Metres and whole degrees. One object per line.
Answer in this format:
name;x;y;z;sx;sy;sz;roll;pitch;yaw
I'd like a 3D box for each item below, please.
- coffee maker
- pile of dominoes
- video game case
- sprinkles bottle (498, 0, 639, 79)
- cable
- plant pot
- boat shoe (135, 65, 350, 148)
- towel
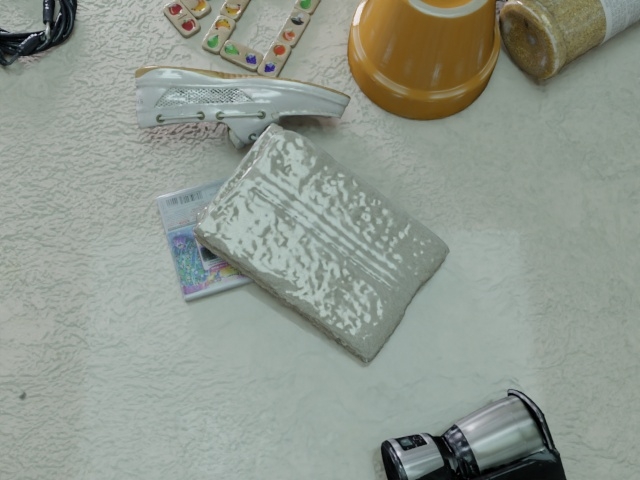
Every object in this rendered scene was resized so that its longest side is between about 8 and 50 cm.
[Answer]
coffee maker;0.175;0.275;0.924;0.178;0.120;0.171;-20;75;-8
pile of dominoes;-0.096;-0.368;1.165;0.196;0.040;0.251;24;72;6
video game case;-0.116;-0.011;1.059;0.157;0.019;0.143;-16;74;-8
sprinkles bottle;0.417;-0.357;1.137;0.355;0.121;0.121;-33;76;-12
cable;-0.427;-0.332;1.136;0.150;0.047;0.184;-42;77;-14
plant pot;0.143;-0.288;1.069;0.205;0.188;0.205;1;72;-2
boat shoe;-0.101;-0.167;1.079;0.277;0.098;0.096;4;95;-4
towel;0.000;0.000;1.028;0.282;0.049;0.187;37;75;-2
